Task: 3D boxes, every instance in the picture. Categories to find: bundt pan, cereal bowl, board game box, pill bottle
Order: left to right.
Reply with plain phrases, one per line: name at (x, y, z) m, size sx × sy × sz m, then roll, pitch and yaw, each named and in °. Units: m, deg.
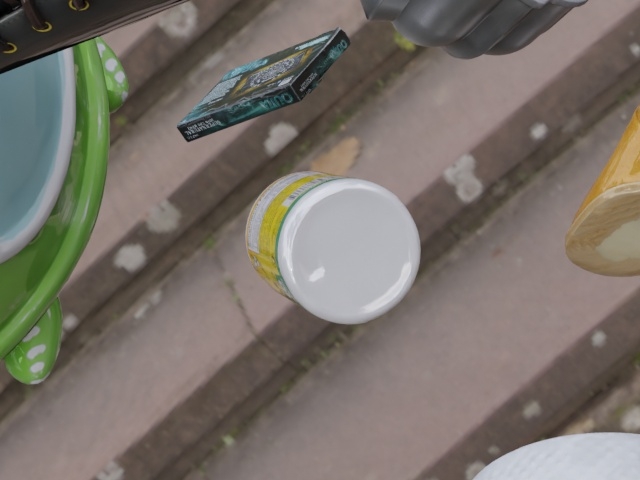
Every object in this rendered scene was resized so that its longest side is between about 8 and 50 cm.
board game box at (-0.065, -0.176, 1.434) m, size 0.186 × 0.026 × 0.126 m, roll -14°, pitch 29°, yaw 42°
pill bottle at (0.000, 0.000, 1.091) m, size 0.117 × 0.117 × 0.208 m, roll -46°, pitch 15°, yaw -6°
bundt pan at (0.110, -0.302, 1.230) m, size 0.124 × 0.331 × 0.330 m, roll -52°, pitch 17°, yaw 39°
cereal bowl at (0.311, 0.359, 1.358) m, size 0.339 × 0.339 × 0.141 m, roll -25°, pitch 37°, yaw 31°

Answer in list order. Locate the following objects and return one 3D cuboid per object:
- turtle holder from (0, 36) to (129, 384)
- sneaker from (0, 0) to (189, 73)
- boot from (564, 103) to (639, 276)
turtle holder at (-0.212, -0.086, 0.562) m, size 0.243 × 0.227 × 0.320 m, roll 25°, pitch 80°, yaw 16°
sneaker at (-0.066, -0.091, 0.362) m, size 0.118 × 0.083 × 0.222 m, roll -30°, pitch 7°, yaw -17°
boot at (0.302, -0.117, 1.019) m, size 0.295 × 0.104 × 0.211 m, roll -51°, pitch 22°, yaw 49°
